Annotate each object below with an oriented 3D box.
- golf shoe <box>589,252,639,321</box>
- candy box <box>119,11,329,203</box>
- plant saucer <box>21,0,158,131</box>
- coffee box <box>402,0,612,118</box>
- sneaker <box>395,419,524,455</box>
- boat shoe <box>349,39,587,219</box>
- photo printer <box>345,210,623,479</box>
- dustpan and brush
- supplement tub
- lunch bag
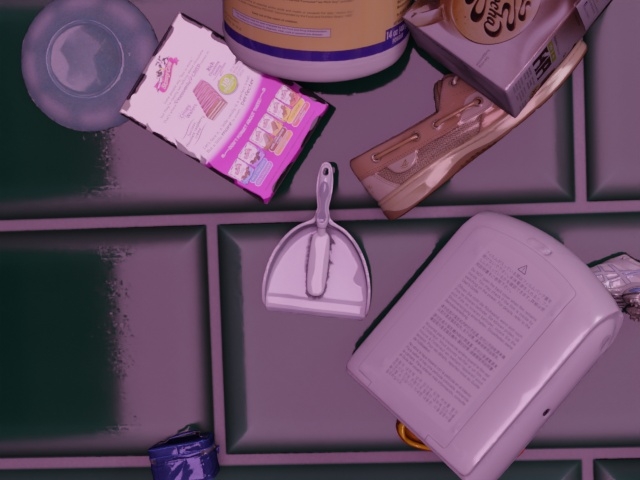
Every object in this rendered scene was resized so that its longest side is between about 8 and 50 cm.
[{"bbox_3d":[0.382,0.055,1.854,0.176,0.069,0.086,8,56,15],"label":"golf shoe"},{"bbox_3d":[-0.127,-0.176,1.859,0.233,0.071,0.159,32,95,-3],"label":"candy box"},{"bbox_3d":[-0.316,-0.245,1.895,0.195,0.037,0.194,0,94,4],"label":"plant saucer"},{"bbox_3d":[0.265,-0.324,1.717,0.168,0.119,0.297,40,90,18],"label":"coffee box"},{"bbox_3d":[0.187,0.269,1.870,0.175,0.067,0.064,6,92,3],"label":"sneaker"},{"bbox_3d":[0.191,-0.169,1.816,0.341,0.121,0.110,-39,91,7],"label":"boat shoe"},{"bbox_3d":[0.215,0.127,1.789,0.256,0.107,0.307,40,91,33],"label":"photo printer"},{"bbox_3d":[0.000,0.000,1.871,0.147,0.060,0.211,6,94,4],"label":"dustpan and brush"},{"bbox_3d":[-0.003,-0.386,1.704,0.241,0.241,0.331,4,123,4],"label":"supplement tub"},{"bbox_3d":[-0.183,0.294,1.901,0.098,0.067,0.065,-13,93,4],"label":"lunch bag"}]
